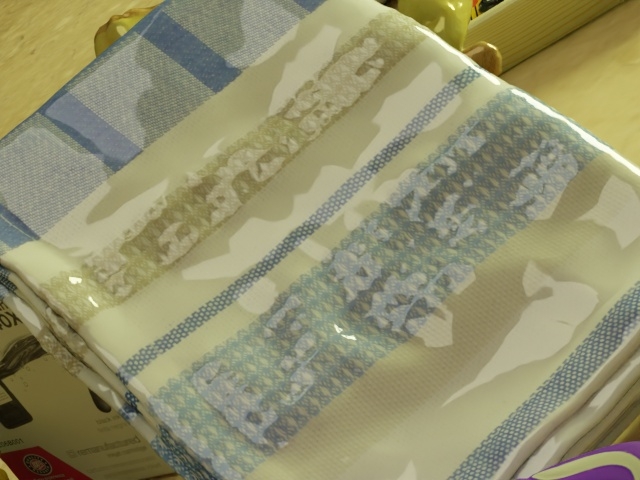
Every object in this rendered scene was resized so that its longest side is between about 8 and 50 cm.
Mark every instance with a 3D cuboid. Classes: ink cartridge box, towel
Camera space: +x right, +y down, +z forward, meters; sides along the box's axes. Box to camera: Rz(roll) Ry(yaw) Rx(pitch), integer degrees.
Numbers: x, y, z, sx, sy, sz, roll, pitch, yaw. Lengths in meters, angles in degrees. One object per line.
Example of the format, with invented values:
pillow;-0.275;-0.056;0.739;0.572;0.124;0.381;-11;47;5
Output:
ink cartridge box;-0.132;0.043;0.830;0.109;0.150;0.063;-17;29;41
towel;0.000;0.000;0.674;0.209;0.034;0.285;-42;58;-16

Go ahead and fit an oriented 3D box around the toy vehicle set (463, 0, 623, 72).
toy vehicle set;0.126;-0.204;1.040;0.166;0.035;0.267;-30;32;17

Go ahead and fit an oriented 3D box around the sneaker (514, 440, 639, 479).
sneaker;-0.025;0.125;0.507;0.293;0.146;0.102;-33;22;10

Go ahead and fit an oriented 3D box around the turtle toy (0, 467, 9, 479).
turtle toy;-0.176;0.137;0.821;0.095;0.066;0.130;-38;21;-3

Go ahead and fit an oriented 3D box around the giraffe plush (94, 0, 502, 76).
giraffe plush;0.005;-0.042;0.809;0.170;0.181;0.210;-19;22;3

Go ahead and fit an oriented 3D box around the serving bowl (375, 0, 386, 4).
serving bowl;0.028;-0.172;1.193;0.083;0.027;0.083;-32;22;14
